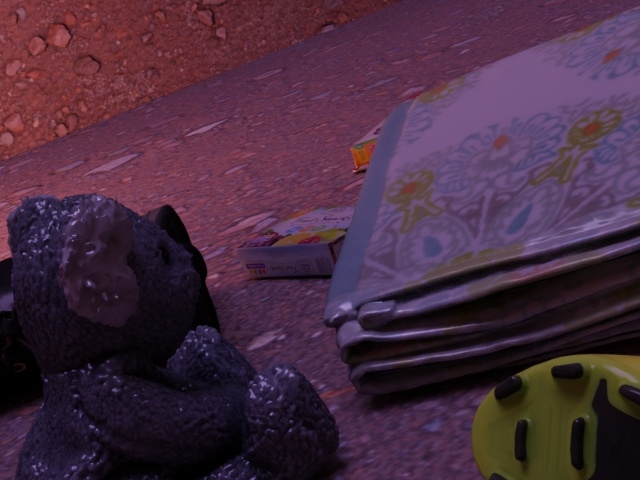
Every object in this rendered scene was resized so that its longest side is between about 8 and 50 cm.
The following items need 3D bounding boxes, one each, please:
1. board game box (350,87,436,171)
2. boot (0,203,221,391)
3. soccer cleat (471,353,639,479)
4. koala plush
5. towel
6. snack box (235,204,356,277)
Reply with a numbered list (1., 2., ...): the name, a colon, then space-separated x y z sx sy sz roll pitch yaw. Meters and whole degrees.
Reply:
1. board game box: 0.133 -0.149 1.774 0.124 0.039 0.259 -13 18 28
2. boot: -0.240 0.069 1.232 0.284 0.138 0.377 -19 10 -4
3. soccer cleat: 0.211 0.095 0.703 0.289 0.093 0.121 -14 -16 38
4. koala plush: -0.132 0.070 0.918 0.203 0.221 0.196 -25 16 -19
5. towel: 0.179 -0.047 1.056 0.321 0.090 0.374 -18 29 25
6. snack box: 0.000 0.000 1.377 0.100 0.037 0.141 -29 17 -39
